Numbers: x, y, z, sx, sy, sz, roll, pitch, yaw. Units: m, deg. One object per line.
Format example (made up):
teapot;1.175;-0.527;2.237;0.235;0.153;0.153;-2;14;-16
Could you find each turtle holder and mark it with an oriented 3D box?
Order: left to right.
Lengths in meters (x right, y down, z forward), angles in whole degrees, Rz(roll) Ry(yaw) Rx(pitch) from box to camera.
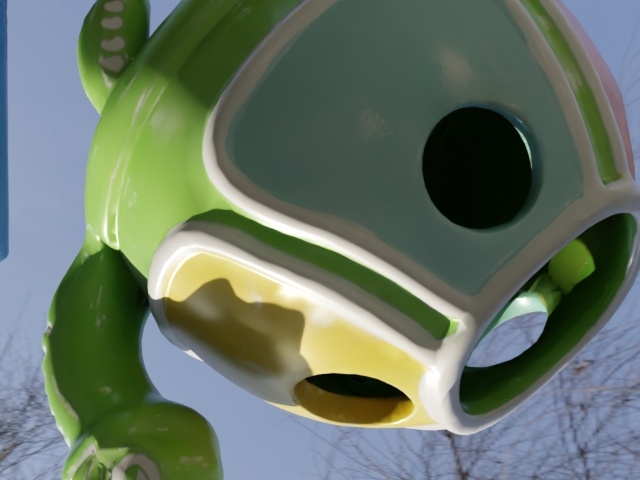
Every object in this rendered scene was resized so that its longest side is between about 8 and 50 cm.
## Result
turtle holder;0.007;-0.016;0.555;0.320;0.243;0.227;-25;-127;-33

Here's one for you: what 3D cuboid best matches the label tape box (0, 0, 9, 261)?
label tape box;-0.247;-0.106;0.681;0.115;0.249;0.348;-12;-130;-25
